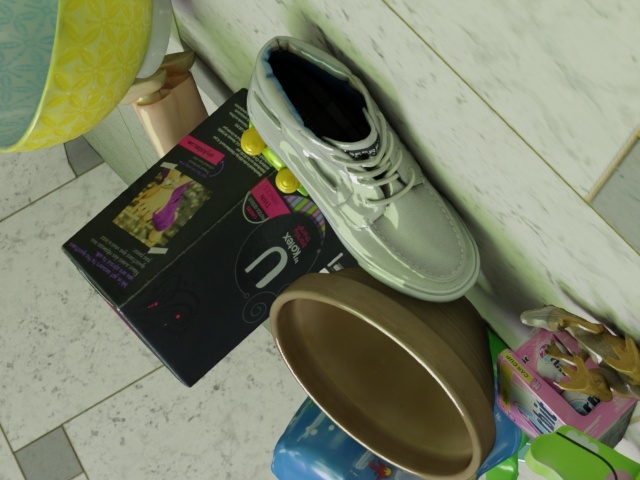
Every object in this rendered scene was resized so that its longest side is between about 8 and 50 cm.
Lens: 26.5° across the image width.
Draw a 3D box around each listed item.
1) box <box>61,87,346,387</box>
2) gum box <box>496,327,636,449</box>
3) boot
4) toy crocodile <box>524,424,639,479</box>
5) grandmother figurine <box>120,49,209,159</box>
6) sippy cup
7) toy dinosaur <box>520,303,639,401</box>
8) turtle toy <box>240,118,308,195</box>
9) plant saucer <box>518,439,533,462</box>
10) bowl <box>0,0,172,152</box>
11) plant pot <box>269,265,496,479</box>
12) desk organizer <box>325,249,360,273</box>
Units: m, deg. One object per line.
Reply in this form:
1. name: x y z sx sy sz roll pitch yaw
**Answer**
1. box: -0.112 -0.004 1.470 0.143 0.270 0.165 40 169 43
2. gum box: 0.215 0.142 1.207 0.107 0.062 0.188 45 171 19
3. boot: 0.034 -0.056 1.112 0.258 0.095 0.123 44 171 7
4. toy crocodile: 0.294 0.237 0.967 0.341 0.105 0.115 30 169 7
5. grandmother figurine: -0.134 -0.051 1.630 0.104 0.208 0.342 -2 116 42
6. sippy cup: 0.076 0.205 1.438 0.305 0.224 0.240 38 152 12
7. toy dinosaur: 0.236 0.103 1.011 0.211 0.064 0.112 45 -162 27
8. turtle toy: -0.018 -0.088 1.316 0.130 0.066 0.095 46 -165 -9
9. plant saucer: 0.194 0.239 1.644 0.192 0.018 0.067 7 147 40
10. bowl: -0.247 -0.230 1.401 0.156 0.289 0.289 2 -159 -32
11. plant pot: 0.077 0.102 1.243 0.237 0.110 0.237 33 151 22
12. desk organizer: 0.000 0.000 1.698 0.130 0.047 0.050 45 174 16
